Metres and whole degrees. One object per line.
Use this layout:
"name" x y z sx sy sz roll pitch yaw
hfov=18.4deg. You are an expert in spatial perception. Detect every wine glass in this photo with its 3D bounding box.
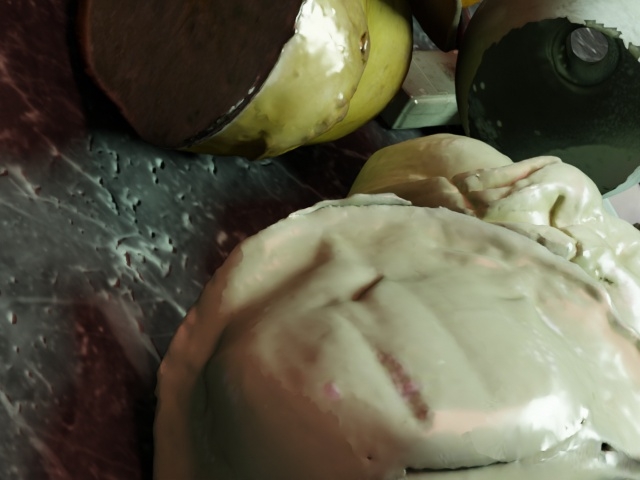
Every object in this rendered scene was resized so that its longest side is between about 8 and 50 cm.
"wine glass" 0.250 -0.165 1.855 0.238 0.238 0.323 42 25 -6

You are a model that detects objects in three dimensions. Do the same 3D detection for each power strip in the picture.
"power strip" 0.157 -0.164 2.101 0.272 0.052 0.078 -6 52 -41

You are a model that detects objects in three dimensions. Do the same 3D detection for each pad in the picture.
"pad" 0.039 -0.301 1.760 0.284 0.018 0.286 56 0 5

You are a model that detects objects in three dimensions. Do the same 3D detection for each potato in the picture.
"potato" -0.011 -0.186 1.716 0.296 0.290 0.397 26 6 -37

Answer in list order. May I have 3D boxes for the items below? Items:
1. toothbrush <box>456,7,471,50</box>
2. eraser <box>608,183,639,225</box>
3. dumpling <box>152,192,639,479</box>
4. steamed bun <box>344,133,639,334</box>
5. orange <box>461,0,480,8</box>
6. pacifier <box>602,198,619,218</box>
"toothbrush" 0.177 -0.193 2.224 0.041 0.041 0.364 26 35 -31
"eraser" 0.254 -0.056 2.088 0.243 0.059 0.204 17 69 -43
"dumpling" 0.063 0.101 1.448 0.395 0.233 0.315 -8 68 -9
"steamed bun" 0.121 0.053 1.650 0.206 0.275 0.320 -10 24 -40
"orange" 0.149 -0.349 2.221 0.158 0.179 0.237 40 35 12
"pacifier" 0.334 0.057 1.900 0.288 0.269 0.343 55 26 -31
